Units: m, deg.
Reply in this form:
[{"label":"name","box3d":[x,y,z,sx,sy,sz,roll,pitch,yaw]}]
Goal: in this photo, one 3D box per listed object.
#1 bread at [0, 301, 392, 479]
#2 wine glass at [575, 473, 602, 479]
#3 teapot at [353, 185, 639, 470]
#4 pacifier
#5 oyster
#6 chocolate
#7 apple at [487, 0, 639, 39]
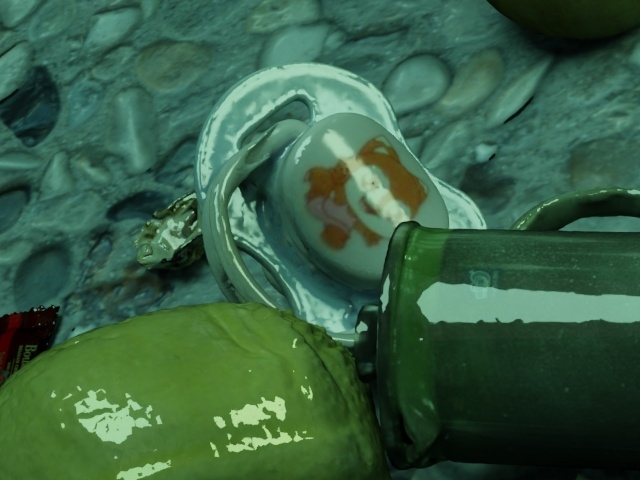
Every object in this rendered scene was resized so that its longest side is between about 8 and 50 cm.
[{"label":"bread","box3d":[-0.113,0.173,1.382,0.320,0.320,0.237,-30,57,0]},{"label":"wine glass","box3d":[0.141,0.335,1.129,0.190,0.190,0.357,-6,40,29]},{"label":"teapot","box3d":[0.198,0.058,1.320,0.337,0.200,0.270,1,45,13]},{"label":"pacifier","box3d":[0.000,0.000,1.597,0.244,0.299,0.233,-38,-3,-21]},{"label":"oyster","box3d":[-0.112,-0.020,1.803,0.166,0.053,0.108,-34,18,7]},{"label":"chocolate","box3d":[-0.307,0.134,1.777,0.086,0.028,0.182,-12,39,19]},{"label":"apple","box3d":[0.250,-0.332,1.768,0.257,0.234,0.257,-19,35,14]}]
